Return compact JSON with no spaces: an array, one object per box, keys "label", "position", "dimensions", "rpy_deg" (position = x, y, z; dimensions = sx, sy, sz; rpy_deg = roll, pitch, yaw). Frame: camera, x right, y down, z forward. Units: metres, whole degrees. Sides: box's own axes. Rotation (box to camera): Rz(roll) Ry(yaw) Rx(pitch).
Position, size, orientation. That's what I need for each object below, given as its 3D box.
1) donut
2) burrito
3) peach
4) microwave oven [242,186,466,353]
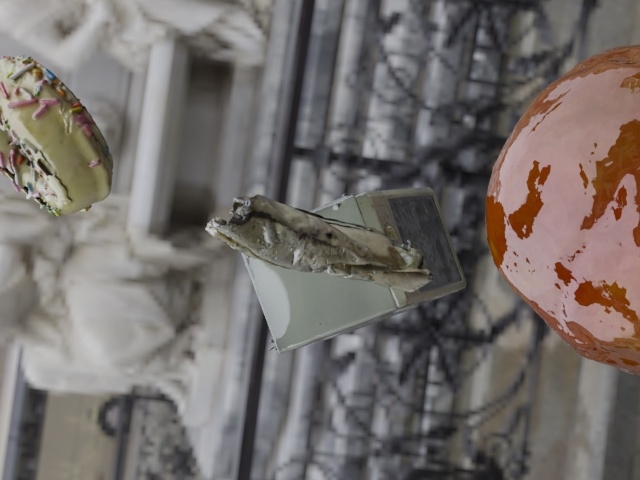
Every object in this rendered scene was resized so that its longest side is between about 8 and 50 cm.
[{"label":"donut","position":[-0.268,-0.094,1.524],"dimensions":[0.068,0.174,0.174],"rpy_deg":[-44,-7,-23]},{"label":"burrito","position":[0.000,0.002,1.554],"dimensions":[0.058,0.229,0.063],"rpy_deg":[167,115,-68]},{"label":"peach","position":[0.334,-0.018,1.600],"dimensions":[0.301,0.343,0.343],"rpy_deg":[-53,11,2]},{"label":"microwave oven","position":[0.035,0.028,1.827],"dimensions":[0.240,0.194,0.145],"rpy_deg":[-9,-99,-69]}]
